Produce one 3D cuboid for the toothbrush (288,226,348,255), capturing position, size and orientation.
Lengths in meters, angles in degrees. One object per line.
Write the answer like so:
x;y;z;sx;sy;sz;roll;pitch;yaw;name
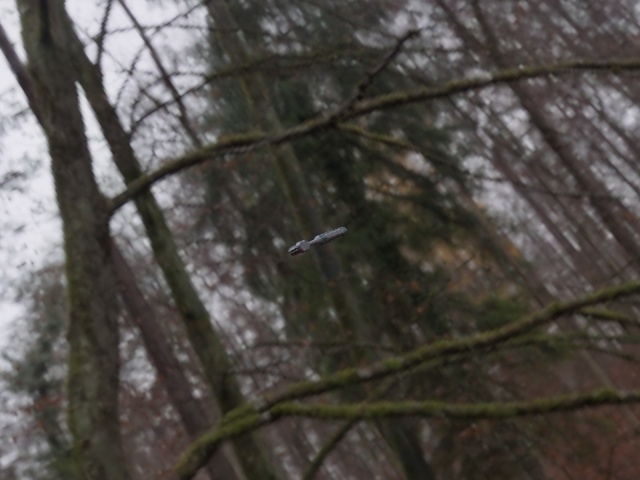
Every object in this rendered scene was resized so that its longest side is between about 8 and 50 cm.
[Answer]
0.000;0.000;1.014;0.014;0.011;0.167;-26;-1;17;toothbrush
